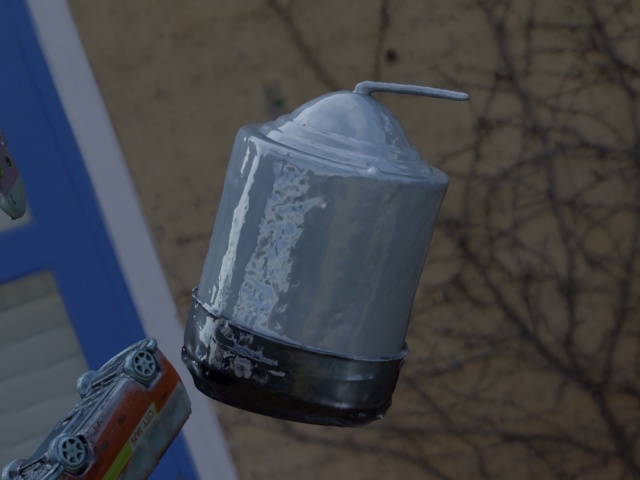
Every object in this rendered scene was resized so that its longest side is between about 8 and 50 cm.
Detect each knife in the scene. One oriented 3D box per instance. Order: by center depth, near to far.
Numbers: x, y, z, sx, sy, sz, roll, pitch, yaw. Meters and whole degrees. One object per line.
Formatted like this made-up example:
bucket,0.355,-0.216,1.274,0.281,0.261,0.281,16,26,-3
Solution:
knife,-0.443,-0.097,1.638,0.038,0.132,0.398,-20,-5,10

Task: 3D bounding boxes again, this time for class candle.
candle,0.000,0.000,1.305,0.221,0.342,0.221,13,9,-2

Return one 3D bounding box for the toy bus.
toy bus,-0.243,0.227,1.515,0.121,0.120,0.265,-29,17,38
